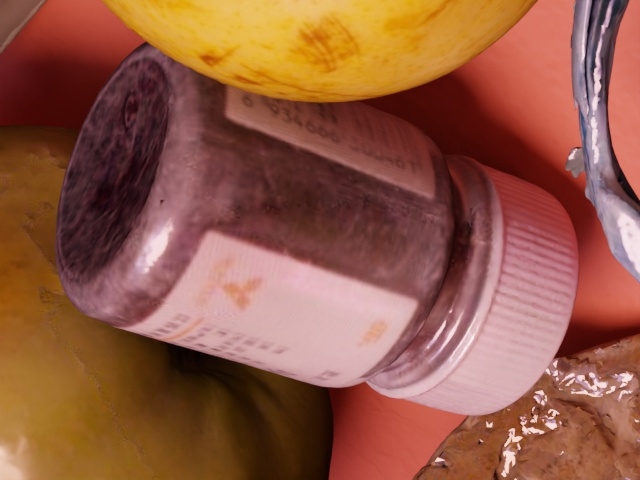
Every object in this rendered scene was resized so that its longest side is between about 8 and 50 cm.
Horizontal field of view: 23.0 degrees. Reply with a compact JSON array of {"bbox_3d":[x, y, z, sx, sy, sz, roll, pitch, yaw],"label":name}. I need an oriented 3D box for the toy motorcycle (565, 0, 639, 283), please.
[{"bbox_3d":[0.222,-0.082,0.750,0.206,0.154,0.260,5,111,3],"label":"toy motorcycle"}]

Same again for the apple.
[{"bbox_3d":[-0.216,0.148,1.070,0.473,0.473,0.474,19,134,21],"label":"apple"}]

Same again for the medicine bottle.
[{"bbox_3d":[0.000,0.000,0.902,0.273,0.165,0.165,20,147,-29],"label":"medicine bottle"}]

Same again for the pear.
[{"bbox_3d":[0.002,-0.200,0.743,0.280,0.281,0.281,19,134,21],"label":"pear"}]

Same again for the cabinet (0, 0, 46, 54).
[{"bbox_3d":[-0.267,-0.179,0.963,0.145,0.150,0.206,39,173,1],"label":"cabinet"}]

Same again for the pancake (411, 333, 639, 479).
[{"bbox_3d":[0.213,0.240,0.934,0.386,0.387,0.082,18,175,23],"label":"pancake"}]
